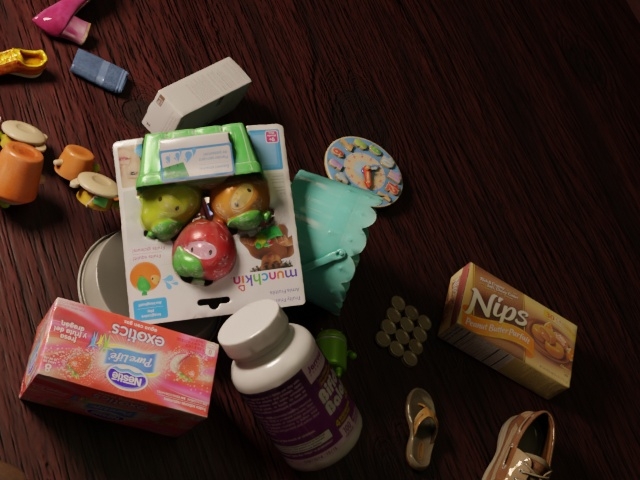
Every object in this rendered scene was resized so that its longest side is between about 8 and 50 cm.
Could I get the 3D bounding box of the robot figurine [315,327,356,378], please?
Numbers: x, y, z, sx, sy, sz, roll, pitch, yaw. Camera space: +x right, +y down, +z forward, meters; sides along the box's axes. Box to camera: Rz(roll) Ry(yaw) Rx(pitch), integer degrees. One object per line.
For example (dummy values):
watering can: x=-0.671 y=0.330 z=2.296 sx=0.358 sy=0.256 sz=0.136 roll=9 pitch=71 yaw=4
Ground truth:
robot figurine: x=0.020 y=0.231 z=1.995 sx=0.101 sy=0.067 sz=0.115 roll=11 pitch=54 yaw=-12

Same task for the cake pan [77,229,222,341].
cake pan: x=-0.316 y=0.091 z=1.887 sx=0.293 sy=0.054 sz=0.293 roll=17 pitch=53 yaw=-23

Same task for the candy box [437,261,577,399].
candy box: x=0.434 y=0.209 z=2.259 sx=0.316 sy=0.087 sz=0.183 roll=30 pitch=49 yaw=-11

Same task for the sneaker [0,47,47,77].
sneaker: x=-0.638 y=-0.362 z=1.979 sx=0.175 sy=0.067 sz=0.064 roll=-16 pitch=71 yaw=-37

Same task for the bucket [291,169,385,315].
bucket: x=0.000 y=0.000 z=1.997 sx=0.183 sy=0.281 sz=0.281 roll=21 pitch=49 yaw=3

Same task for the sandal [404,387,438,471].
sandal: x=0.213 y=0.386 z=2.025 sx=0.072 sy=0.049 sz=0.180 roll=22 pitch=51 yaw=-18

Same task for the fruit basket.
fruit basket: x=-0.209 y=-0.036 z=1.814 sx=0.326 sy=0.165 sz=0.353 roll=-6 pitch=74 yaw=-3

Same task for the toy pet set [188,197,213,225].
toy pet set: x=-0.256 y=-0.080 z=2.052 sx=0.114 sy=0.065 sz=0.122 roll=-20 pitch=65 yaw=-3

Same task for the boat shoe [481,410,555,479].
boat shoe: x=0.417 y=0.484 z=2.043 sx=0.123 sy=0.116 sz=0.324 roll=30 pitch=49 yaw=-12

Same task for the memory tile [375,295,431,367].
memory tile: x=0.183 y=0.200 z=2.157 sx=0.113 sy=0.012 sz=0.148 roll=35 pitch=47 yaw=-7

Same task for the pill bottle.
pill bottle: x=-0.058 y=0.259 z=1.784 sx=0.302 sy=0.169 sz=0.169 roll=60 pitch=42 yaw=-24

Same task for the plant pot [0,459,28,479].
plant pot: x=-0.559 y=0.389 z=1.451 sx=0.230 sy=0.215 sz=0.215 roll=16 pitch=51 yaw=-42

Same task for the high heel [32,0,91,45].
high heel: x=-0.552 y=-0.543 z=2.146 sx=0.117 sy=0.082 sz=0.244 roll=22 pitch=63 yaw=-31

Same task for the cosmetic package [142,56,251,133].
cosmetic package: x=-0.267 y=-0.303 z=2.140 sx=0.085 sy=0.117 sz=0.231 roll=47 pitch=48 yaw=5

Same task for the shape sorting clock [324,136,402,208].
shape sorting clock: x=0.105 y=-0.165 z=2.334 sx=0.206 sy=0.040 sz=0.206 roll=17 pitch=52 yaw=-23

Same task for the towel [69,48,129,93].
towel: x=-0.474 y=-0.360 z=2.105 sx=0.119 sy=0.029 sz=0.067 roll=25 pitch=50 yaw=-17

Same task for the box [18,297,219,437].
box: x=-0.348 y=0.227 z=1.704 sx=0.299 sy=0.154 sz=0.142 roll=20 pitch=58 yaw=-21

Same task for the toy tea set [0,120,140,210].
toy tea set: x=-0.489 y=-0.101 z=1.893 sx=0.336 sy=0.124 sz=0.200 roll=22 pitch=21 yaw=-14

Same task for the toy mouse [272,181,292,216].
toy mouse: x=-0.052 y=-0.089 z=2.189 sx=0.161 sy=0.031 sz=0.143 roll=12 pitch=55 yaw=-26
